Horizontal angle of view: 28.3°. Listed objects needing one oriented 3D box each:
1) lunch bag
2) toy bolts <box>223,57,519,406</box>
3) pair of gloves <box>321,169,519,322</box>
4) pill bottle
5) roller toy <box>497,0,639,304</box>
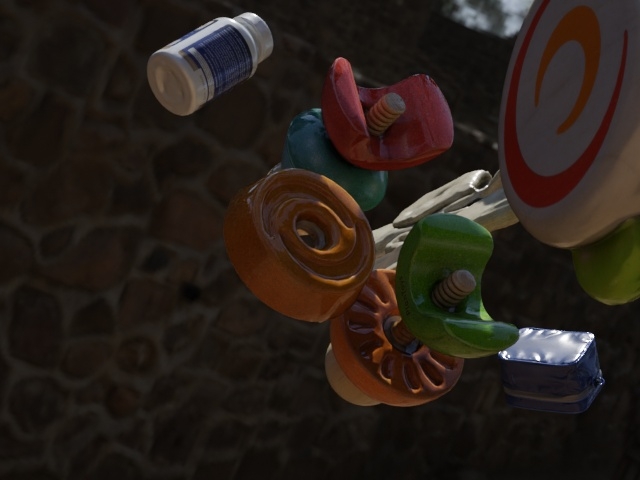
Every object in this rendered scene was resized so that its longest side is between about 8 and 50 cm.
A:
[{"bbox_3d":[0.226,0.129,1.229,0.098,0.065,0.067,4,28,35],"label":"lunch bag"},{"bbox_3d":[0.000,0.000,0.885,0.218,0.158,0.229,11,55,-31],"label":"toy bolts"},{"bbox_3d":[0.090,0.002,1.063,0.042,0.204,0.240,58,11,-7],"label":"pair of gloves"},{"bbox_3d":[-0.103,-0.173,1.221,0.067,0.067,0.120,27,46,31],"label":"pill bottle"},{"bbox_3d":[0.206,-0.081,0.741,0.146,0.209,0.191,10,29,-16],"label":"roller toy"}]
